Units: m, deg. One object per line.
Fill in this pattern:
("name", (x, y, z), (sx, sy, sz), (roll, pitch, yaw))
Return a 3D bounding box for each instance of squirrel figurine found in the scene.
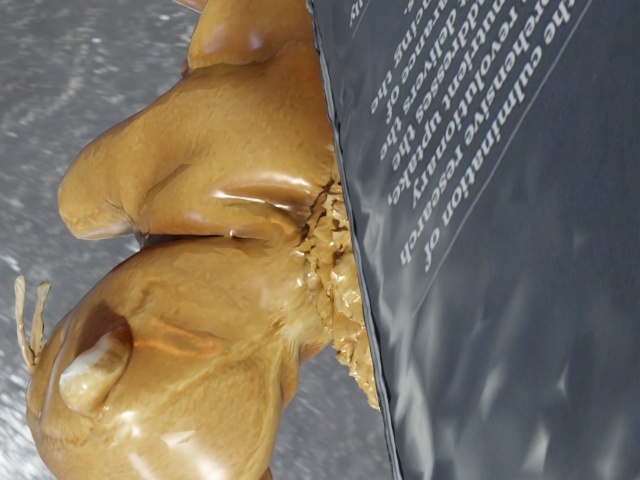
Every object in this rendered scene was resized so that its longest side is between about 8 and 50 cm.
("squirrel figurine", (0.000, 0.000, 1.026), (0.281, 0.397, 0.370), (58, 48, -34))

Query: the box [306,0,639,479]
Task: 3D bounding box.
("box", (0.273, -0.032, 0.568), (0.480, 0.472, 0.297), (16, 124, -17))
